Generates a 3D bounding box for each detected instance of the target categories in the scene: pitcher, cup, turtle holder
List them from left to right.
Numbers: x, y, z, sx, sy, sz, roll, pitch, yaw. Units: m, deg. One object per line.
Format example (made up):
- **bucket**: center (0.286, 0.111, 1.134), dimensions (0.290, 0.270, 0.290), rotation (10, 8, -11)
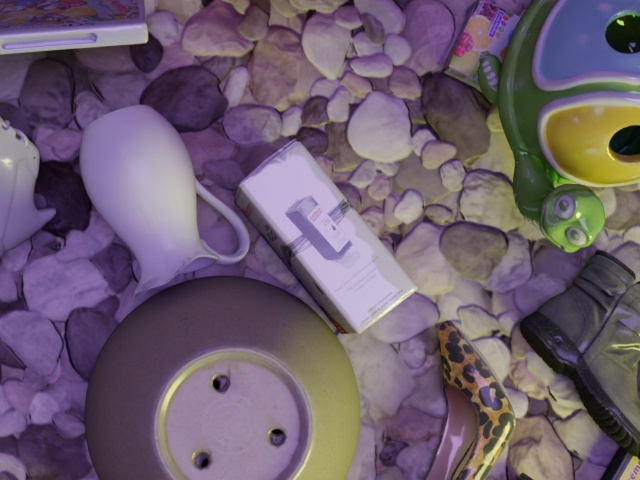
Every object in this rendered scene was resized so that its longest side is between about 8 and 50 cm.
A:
- **pitcher**: center (-0.181, -0.052, 1.389), dimensions (0.178, 0.125, 0.207), rotation (-17, 82, -45)
- **cup**: center (-0.101, 0.197, 1.310), dimensions (0.331, 0.237, 0.331), rotation (1, 85, -7)
- **turtle holder**: center (0.323, -0.168, 1.360), dimensions (0.320, 0.227, 0.243), rotation (-36, 114, -22)

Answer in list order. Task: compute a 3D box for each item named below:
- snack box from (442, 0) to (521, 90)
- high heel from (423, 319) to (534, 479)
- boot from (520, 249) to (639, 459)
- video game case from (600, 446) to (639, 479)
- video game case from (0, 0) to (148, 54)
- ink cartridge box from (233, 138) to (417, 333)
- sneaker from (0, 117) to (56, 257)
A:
- **snack box**: center (0.238, -0.229, 1.488), dimensions (0.141, 0.037, 0.100), rotation (26, 84, -5)
- **high heel**: center (0.140, 0.242, 1.404), dimensions (0.186, 0.093, 0.261), rotation (-24, 97, -15)
- **boot**: center (0.376, 0.138, 1.438), dimensions (0.161, 0.083, 0.246), rotation (-37, 78, -9)
- **video game case**: center (0.468, 0.340, 1.470), dimensions (0.248, 0.035, 0.275), rotation (33, 83, -4)
- **video game case**: center (-0.301, -0.250, 1.336), dimensions (0.206, 0.227, 0.026), rotation (-6, 112, -8)
- **ink cartridge box**: center (0.000, 0.000, 1.378), dimensions (0.092, 0.158, 0.218), rotation (-37, 90, -8)
- **sneaker**: center (-0.389, -0.106, 1.317), dimensions (0.129, 0.297, 0.111), rotation (-33, 49, -22)
